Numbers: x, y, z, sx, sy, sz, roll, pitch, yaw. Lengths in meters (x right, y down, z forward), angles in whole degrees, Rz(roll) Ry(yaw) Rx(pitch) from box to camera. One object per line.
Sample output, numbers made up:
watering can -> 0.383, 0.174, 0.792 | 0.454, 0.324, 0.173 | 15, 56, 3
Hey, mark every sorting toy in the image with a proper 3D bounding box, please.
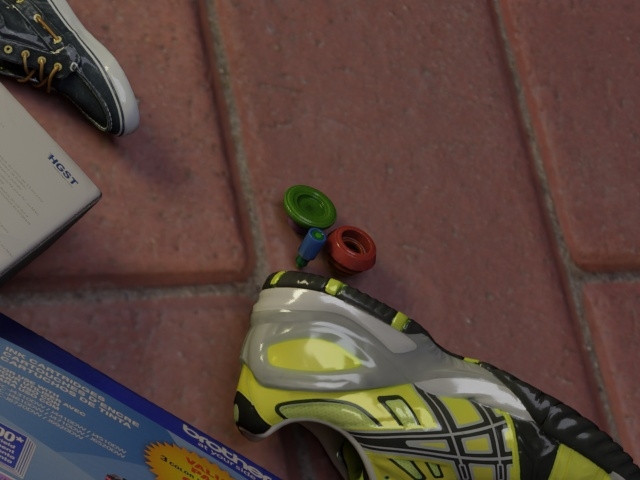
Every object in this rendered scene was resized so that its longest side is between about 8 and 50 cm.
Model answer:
sorting toy -> 0.000, 0.000, 1.575 | 0.102, 0.042, 0.061 | 41, 39, 10

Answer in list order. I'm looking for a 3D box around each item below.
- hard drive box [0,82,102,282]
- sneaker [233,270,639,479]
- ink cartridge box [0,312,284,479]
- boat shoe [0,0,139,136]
hard drive box -> -0.301, -0.034, 1.351 | 0.181, 0.089, 0.232 | 48, 34, -2
sneaker -> 0.097, 0.168, 1.501 | 0.384, 0.145, 0.147 | 27, 78, -10
ink cartridge box -> -0.169, 0.207, 1.234 | 0.270, 0.395, 0.151 | 32, 101, -9
boat shoe -> -0.235, -0.151, 1.513 | 0.083, 0.065, 0.183 | -30, 77, -32
